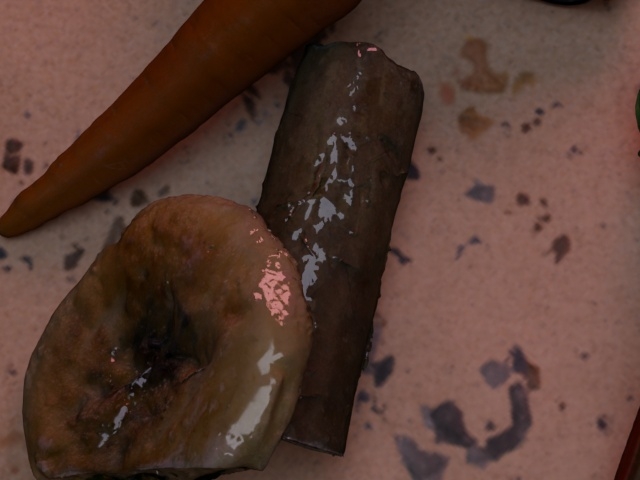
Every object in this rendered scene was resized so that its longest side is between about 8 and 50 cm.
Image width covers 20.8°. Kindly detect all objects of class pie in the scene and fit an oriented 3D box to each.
[{"bbox_3d":[-0.090,0.060,1.009,0.218,0.052,0.185,-16,55,42],"label":"pie"}]

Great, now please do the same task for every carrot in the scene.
[{"bbox_3d":[-0.073,-0.104,1.071,0.336,0.069,0.069,-41,75,10],"label":"carrot"}]

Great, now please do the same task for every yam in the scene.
[{"bbox_3d":[0.000,0.000,1.054,0.093,0.093,0.259,13,74,6],"label":"yam"}]

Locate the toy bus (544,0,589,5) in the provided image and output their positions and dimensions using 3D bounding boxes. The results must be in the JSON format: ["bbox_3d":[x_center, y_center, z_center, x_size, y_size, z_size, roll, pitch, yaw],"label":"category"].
[{"bbox_3d":[0.070,-0.250,1.104,0.292,0.133,0.126,13,74,7],"label":"toy bus"}]

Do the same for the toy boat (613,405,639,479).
[{"bbox_3d":[0.207,0.170,0.960,0.079,0.136,0.392,18,89,-24],"label":"toy boat"}]

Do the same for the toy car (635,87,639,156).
[{"bbox_3d":[0.368,-0.046,1.007,0.358,0.176,0.213,39,78,13],"label":"toy car"}]
